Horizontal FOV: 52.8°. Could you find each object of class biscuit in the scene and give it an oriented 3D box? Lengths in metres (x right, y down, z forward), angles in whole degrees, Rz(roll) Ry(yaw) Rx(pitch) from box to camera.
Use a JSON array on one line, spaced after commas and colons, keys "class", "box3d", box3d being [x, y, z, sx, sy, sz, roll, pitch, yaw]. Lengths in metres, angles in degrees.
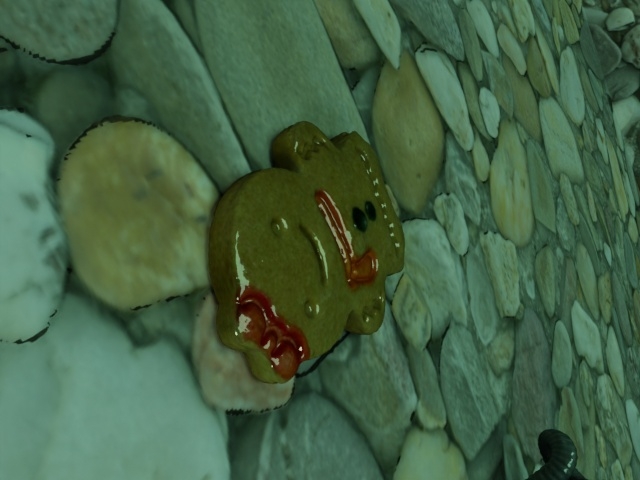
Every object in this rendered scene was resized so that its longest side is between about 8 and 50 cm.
[{"class": "biscuit", "box3d": [0.000, 0.000, 0.453, 0.225, 0.036, 0.166, -31, 105, -54]}]

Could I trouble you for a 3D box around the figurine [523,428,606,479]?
[{"class": "figurine", "box3d": [0.194, 0.321, 0.485, 0.382, 0.186, 0.261, -3, 91, -61]}]
